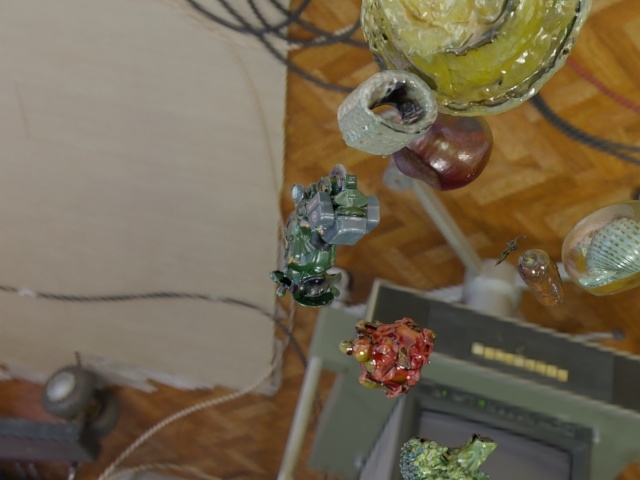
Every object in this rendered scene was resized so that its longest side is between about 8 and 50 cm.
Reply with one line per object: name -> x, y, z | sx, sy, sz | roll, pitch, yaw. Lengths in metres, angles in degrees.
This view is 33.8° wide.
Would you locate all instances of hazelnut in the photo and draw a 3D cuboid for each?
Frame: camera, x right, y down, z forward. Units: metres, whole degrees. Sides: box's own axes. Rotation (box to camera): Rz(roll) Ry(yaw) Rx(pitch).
hazelnut -> 0.210, -0.184, 1.885 | 0.178, 0.204, 0.178 | -4, 109, -11

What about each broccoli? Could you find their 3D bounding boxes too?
broccoli -> 0.210, 0.366, 1.671 | 0.154, 0.160, 0.167 | 43, 172, -7

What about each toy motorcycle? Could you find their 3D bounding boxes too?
toy motorcycle -> 0.000, 0.000, 1.664 | 0.125, 0.187, 0.274 | 1, 156, -23

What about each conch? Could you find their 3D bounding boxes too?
conch -> 0.523, 0.018, 1.829 | 0.153, 0.102, 0.135 | -22, 153, 30

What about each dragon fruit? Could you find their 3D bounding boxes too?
dragon fruit -> 0.111, 0.193, 1.775 | 0.208, 0.133, 0.150 | 18, -171, -42

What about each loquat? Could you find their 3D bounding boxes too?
loquat -> 0.572, 0.013, 2.022 | 0.179, 0.179, 0.227 | 31, 141, -19

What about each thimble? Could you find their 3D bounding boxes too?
thimble -> 0.090, -0.171, 1.408 | 0.102, 0.115, 0.090 | 65, 151, 2

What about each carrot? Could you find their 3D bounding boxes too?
carrot -> 0.372, 0.064, 1.749 | 0.060, 0.060, 0.186 | -6, 157, 24

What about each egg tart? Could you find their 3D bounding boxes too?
egg tart -> 0.190, -0.341, 1.403 | 0.345, 0.345, 0.132 | -9, 177, 27

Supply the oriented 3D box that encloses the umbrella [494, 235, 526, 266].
umbrella -> 0.330, 0.019, 1.861 | 0.022, 0.149, 0.022 | 0, 110, 34
